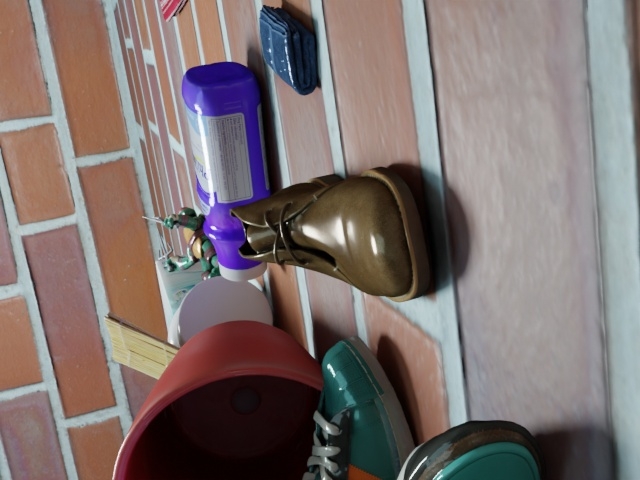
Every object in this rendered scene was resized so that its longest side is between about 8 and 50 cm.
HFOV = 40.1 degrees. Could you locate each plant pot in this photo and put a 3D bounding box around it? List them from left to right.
[{"bbox_3d":[-0.085,0.222,1.001,0.243,0.275,0.274,-116,17,-74],"label":"plant pot"}]

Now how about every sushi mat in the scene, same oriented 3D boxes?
[{"bbox_3d":[-0.153,0.198,1.222,0.151,0.317,0.019,106,-171,-58],"label":"sushi mat"}]

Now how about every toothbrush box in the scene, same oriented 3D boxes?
[{"bbox_3d":[-0.220,0.190,1.685,0.295,0.126,0.216,-123,24,-51],"label":"toothbrush box"}]

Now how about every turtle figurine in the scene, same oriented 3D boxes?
[{"bbox_3d":[-0.234,0.006,1.613,0.234,0.118,0.175,51,160,33],"label":"turtle figurine"}]

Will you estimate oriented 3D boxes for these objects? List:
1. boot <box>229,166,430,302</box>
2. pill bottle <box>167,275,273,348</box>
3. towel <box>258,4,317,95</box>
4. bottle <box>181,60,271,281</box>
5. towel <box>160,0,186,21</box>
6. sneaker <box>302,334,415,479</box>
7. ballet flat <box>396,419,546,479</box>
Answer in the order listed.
[{"bbox_3d":[0.000,0.000,0.741,0.305,0.115,0.112,-165,66,-72],"label":"boot"},{"bbox_3d":[-0.156,0.168,1.362,0.283,0.161,0.161,109,145,-64],"label":"pill bottle"},{"bbox_3d":[-0.035,-0.191,0.875,0.119,0.029,0.067,-127,27,-57],"label":"towel"},{"bbox_3d":[-0.115,-0.083,1.135,0.118,0.092,0.282,-128,29,-56],"label":"bottle"},{"bbox_3d":[-0.265,-0.520,1.457,0.199,0.031,0.274,-175,71,-73],"label":"towel"},{"bbox_3d":[0.025,0.245,0.829,0.108,0.121,0.302,-158,56,-72],"label":"sneaker"},{"bbox_3d":[0.092,0.200,0.615,0.096,0.095,0.280,-102,8,-53],"label":"ballet flat"}]
